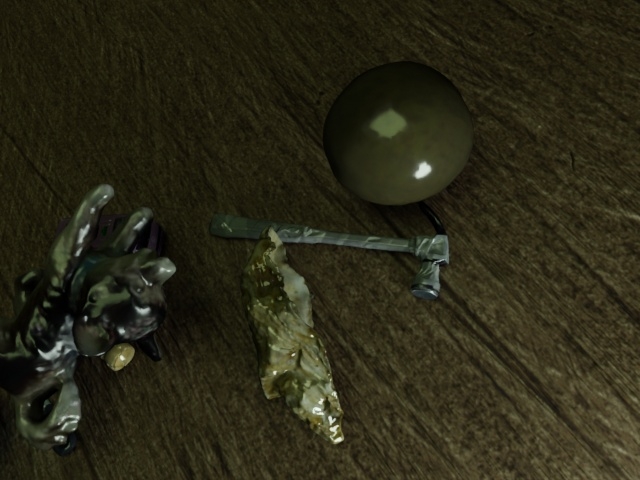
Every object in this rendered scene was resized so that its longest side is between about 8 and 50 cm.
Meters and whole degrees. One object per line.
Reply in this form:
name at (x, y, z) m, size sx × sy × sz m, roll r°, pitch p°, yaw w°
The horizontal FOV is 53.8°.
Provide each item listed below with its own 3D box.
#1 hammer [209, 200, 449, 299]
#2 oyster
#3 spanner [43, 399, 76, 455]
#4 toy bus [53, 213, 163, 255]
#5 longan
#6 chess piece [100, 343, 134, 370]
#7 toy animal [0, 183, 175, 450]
hammer at (0.000, 0.000, 1.050) m, size 0.427 × 0.044 × 0.152 m, roll 5°, pitch 68°, yaw 19°
oyster at (-0.053, 0.140, 0.954) m, size 0.110 × 0.166 × 0.341 m, roll -16°, pitch 85°, yaw 0°
spanner at (-0.519, 0.255, 1.111) m, size 0.316 × 0.024 × 0.087 m, roll 37°, pitch 77°, yaw 27°
toy bus at (-0.380, 0.002, 1.133) m, size 0.178 × 0.098 × 0.087 m, roll -3°, pitch 66°, yaw 15°
longan at (0.126, -0.171, 0.989) m, size 0.248 × 0.248 × 0.248 m, roll -6°, pitch 66°, yaw 14°
chess piece at (-0.378, 0.170, 1.084) m, size 0.122 × 0.066 × 0.066 m, roll 37°, pitch 82°, yaw 21°
toy animal at (-0.362, 0.126, 0.966) m, size 0.344 × 0.194 × 0.303 m, roll -29°, pitch 74°, yaw 9°
